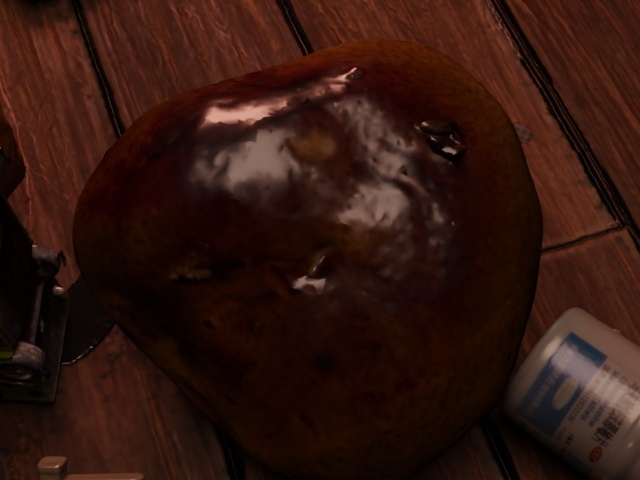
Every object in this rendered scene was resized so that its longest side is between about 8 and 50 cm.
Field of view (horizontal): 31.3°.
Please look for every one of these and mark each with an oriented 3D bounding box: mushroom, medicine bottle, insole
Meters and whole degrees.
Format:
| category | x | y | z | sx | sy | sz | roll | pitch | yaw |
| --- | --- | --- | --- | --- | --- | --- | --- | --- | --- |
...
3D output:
| category | x | y | z | sx | sy | sz | roll | pitch | yaw |
| --- | --- | --- | --- | --- | --- | --- | --- | --- | --- |
| mushroom | 0.000 | 0.000 | 0.862 | 0.345 | 0.259 | 0.345 | 0 | 91 | -6 |
| medicine bottle | 0.227 | 0.134 | 0.847 | 0.168 | 0.105 | 0.105 | 35 | 62 | 17 |
| insole | -0.184 | 0.038 | 0.942 | 0.053 | 0.002 | 0.152 | 16 | 58 | 6 |

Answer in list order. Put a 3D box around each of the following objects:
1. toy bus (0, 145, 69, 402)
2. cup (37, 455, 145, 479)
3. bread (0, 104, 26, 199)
| category | x | y | z | sx | sy | sz | roll | pitch | yaw |
| --- | --- | --- | --- | --- | --- | --- | --- | --- | --- |
| toy bus | -0.269 | 0.014 | 0.778 | 0.139 | 0.301 | 0.113 | -1 | 60 | 5 |
| cup | -0.162 | 0.205 | 0.789 | 0.099 | 0.074 | 0.102 | 13 | 78 | 2 |
| bread | -0.403 | -0.031 | 0.863 | 0.344 | 0.195 | 0.149 | -33 | 45 | -22 |
